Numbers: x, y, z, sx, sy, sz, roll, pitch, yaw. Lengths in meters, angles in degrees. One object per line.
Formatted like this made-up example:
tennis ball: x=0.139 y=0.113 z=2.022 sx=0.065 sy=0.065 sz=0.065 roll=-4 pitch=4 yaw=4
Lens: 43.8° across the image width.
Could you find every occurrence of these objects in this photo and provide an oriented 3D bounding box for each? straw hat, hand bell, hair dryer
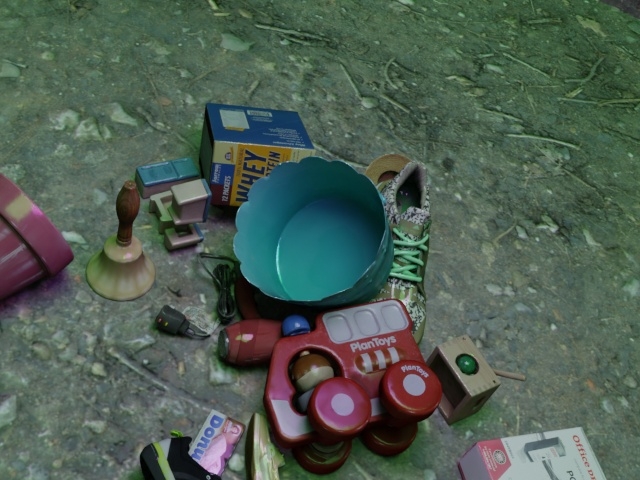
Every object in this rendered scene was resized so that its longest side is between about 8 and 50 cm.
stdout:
straw hat: x=0.155 y=-0.123 z=1.745 sx=0.144 sy=0.145 sz=0.061 roll=10 pitch=11 yaw=-9
hand bell: x=-0.338 y=-0.014 z=1.379 sx=0.126 sy=0.242 sz=0.126 roll=9 pitch=50 yaw=-11
hair dryer: x=-0.127 y=0.126 z=1.438 sx=0.293 sy=0.080 sz=0.224 roll=28 pitch=47 yaw=5

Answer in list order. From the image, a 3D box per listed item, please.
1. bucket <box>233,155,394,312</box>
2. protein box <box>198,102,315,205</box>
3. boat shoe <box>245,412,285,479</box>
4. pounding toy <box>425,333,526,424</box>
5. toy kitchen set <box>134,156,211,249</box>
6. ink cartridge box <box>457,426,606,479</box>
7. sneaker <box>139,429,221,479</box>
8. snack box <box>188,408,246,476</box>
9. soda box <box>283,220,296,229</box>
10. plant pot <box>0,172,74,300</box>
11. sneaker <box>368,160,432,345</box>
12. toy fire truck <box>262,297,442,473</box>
bucket: x=0.000 y=0.000 z=1.437 sx=0.281 sy=0.183 sz=0.281 roll=-4 pitch=73 yaw=14
protein box: x=-0.133 y=-0.172 z=1.608 sx=0.199 sy=0.136 sz=0.201 roll=3 pitch=30 yaw=-15
boat shoe: x=-0.085 y=0.360 z=1.272 sx=0.059 sy=0.063 sz=0.170 roll=5 pitch=59 yaw=-17
pounding toy: x=0.268 y=0.244 z=1.424 sx=0.100 sy=0.141 sz=0.130 roll=-16 pitch=58 yaw=-29
toy kitchen set: x=-0.261 y=-0.108 z=1.533 sx=0.122 sy=0.166 sz=0.207 roll=-15 pitch=57 yaw=-27
ink cartridge box: x=0.367 y=0.415 z=1.347 sx=0.217 sy=0.092 sz=0.159 roll=-2 pitch=52 yaw=-21
sneaker: x=-0.182 y=0.380 z=1.173 sx=0.097 sy=0.084 sz=0.235 roll=-19 pitch=58 yaw=-29
snack box: x=-0.185 y=0.356 z=1.265 sx=0.064 sy=0.022 sz=0.178 roll=24 pitch=48 yaw=5
soda box: x=-0.015 y=-0.027 z=1.617 sx=0.181 sy=0.058 sz=0.061 roll=7 pitch=49 yaw=-12
plant pot: x=-0.549 y=0.015 z=1.334 sx=0.201 sy=0.201 sz=0.180 roll=39 pitch=66 yaw=15
sneaker: x=0.152 y=0.013 z=1.543 sx=0.158 sy=0.182 sz=0.410 roll=8 pitch=57 yaw=-8
toy fire truck: x=0.044 y=0.229 z=1.339 sx=0.302 sy=0.169 sz=0.254 roll=-9 pitch=55 yaw=-21
